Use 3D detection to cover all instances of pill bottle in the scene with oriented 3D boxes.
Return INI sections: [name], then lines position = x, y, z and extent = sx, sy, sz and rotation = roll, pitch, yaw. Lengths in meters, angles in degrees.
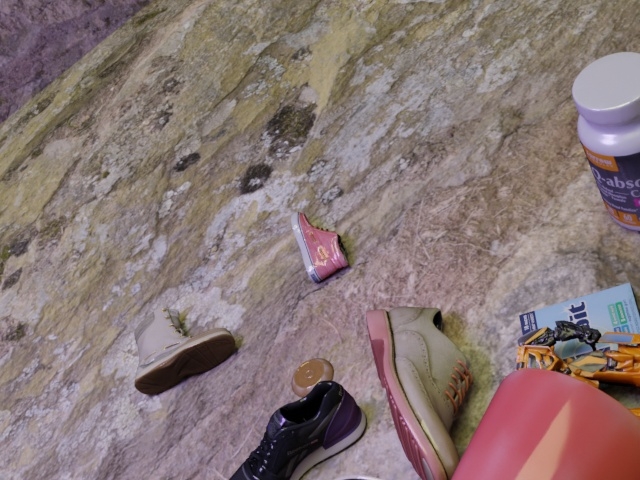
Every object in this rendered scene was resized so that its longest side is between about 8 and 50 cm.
[pill bottle]
position = 0.510, -0.158, 1.725
extent = 0.162, 0.278, 0.162
rotation = -19, 42, 18

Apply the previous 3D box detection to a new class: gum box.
[gum box]
position = 0.413, 0.161, 1.660
extent = 0.184, 0.041, 0.157
rotation = -18, 44, 17

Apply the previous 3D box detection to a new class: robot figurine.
[robot figurine]
position = 0.402, 0.217, 1.541
extent = 0.290, 0.085, 0.211
rotation = 2, 71, 24

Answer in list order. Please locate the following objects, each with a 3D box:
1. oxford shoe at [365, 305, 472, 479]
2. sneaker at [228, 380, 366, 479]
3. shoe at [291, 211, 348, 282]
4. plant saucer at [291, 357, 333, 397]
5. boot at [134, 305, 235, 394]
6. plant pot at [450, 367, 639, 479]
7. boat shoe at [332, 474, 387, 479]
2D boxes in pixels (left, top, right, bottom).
[oxford shoe]
position = 0.173, 0.224, 1.668
extent = 0.146, 0.141, 0.397
rotation = -14, 37, -1
[sneaker]
position = -0.068, 0.332, 1.746
extent = 0.283, 0.124, 0.107
rotation = -39, 40, -5
[shoe]
position = 0.000, 0.000, 2.076
extent = 0.081, 0.063, 0.178
rotation = -26, 46, 8
[plant saucer]
position = -0.017, 0.240, 1.886
extent = 0.083, 0.015, 0.083
rotation = -18, 43, 17
[boot]
position = -0.269, 0.188, 2.057
extent = 0.213, 0.077, 0.165
rotation = -28, 39, 11
[plant pot]
position = 0.284, 0.344, 1.374
extent = 0.274, 0.275, 0.243
rotation = 16, 54, 42
[boat shoe]
position = 0.093, 0.404, 1.610
extent = 0.206, 0.075, 0.065
rotation = 0, 47, 27
